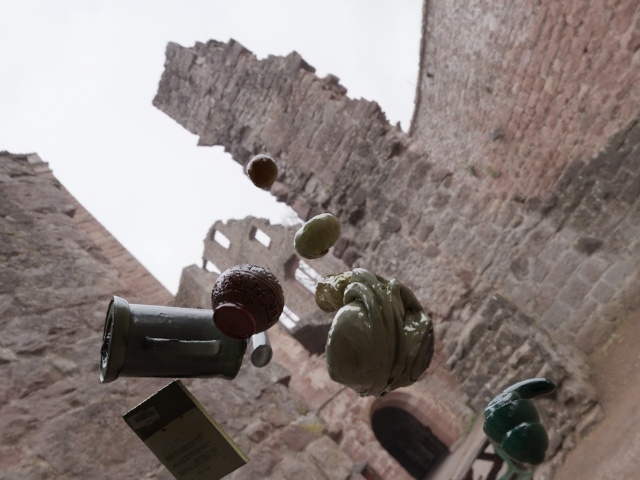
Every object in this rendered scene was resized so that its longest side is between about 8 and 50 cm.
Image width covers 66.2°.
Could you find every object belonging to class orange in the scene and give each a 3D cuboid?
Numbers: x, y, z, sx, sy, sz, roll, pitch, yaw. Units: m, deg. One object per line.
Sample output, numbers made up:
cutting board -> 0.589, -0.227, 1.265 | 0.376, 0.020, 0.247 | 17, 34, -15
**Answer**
orange -> -0.140, -0.164, 1.183 | 0.085, 0.085, 0.085 | -41, -25, -24

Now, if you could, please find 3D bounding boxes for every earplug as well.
earplug -> 0.588, 0.522, 1.430 | 0.258, 0.280, 0.163 | 13, -58, -17

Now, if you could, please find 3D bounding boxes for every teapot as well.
teapot -> -0.332, 0.245, 1.175 | 0.337, 0.270, 0.200 | 9, -102, -28

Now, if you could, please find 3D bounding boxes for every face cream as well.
face cream -> -0.226, 0.349, 1.754 | 0.107, 0.073, 0.269 | -64, 19, 9

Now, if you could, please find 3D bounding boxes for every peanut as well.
peanut -> 0.062, 0.191, 1.773 | 0.147, 0.147, 0.306 | -41, 10, -25

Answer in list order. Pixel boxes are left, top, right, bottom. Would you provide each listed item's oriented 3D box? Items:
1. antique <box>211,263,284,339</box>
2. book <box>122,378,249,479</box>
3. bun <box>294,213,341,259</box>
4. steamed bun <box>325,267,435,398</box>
antique -> -0.097, 0.079, 0.663 | 0.104, 0.104, 0.104 | -41, -25, -24
book -> -0.345, 0.505, 1.250 | 0.201, 0.289, 0.026 | -35, 8, 13
bun -> 0.000, 0.000, 1.948 | 0.223, 0.127, 0.222 | -27, -30, -17
steamed bun -> 0.153, 0.224, 1.114 | 0.280, 0.207, 0.267 | 53, -130, -57
